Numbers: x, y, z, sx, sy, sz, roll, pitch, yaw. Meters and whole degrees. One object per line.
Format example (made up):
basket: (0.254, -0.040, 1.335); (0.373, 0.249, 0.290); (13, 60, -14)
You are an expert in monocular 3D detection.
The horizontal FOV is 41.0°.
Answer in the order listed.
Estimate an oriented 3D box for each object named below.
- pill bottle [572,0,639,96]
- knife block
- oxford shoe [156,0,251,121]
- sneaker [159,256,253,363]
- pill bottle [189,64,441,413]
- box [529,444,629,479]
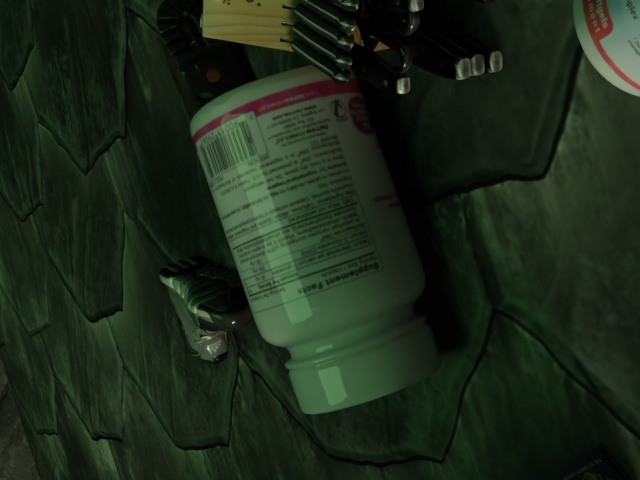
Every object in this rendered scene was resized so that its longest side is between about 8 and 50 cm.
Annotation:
pill bottle: (0.219, -0.143, 0.448); (0.160, 0.087, 0.087); (-28, 82, 56)
knife block: (0.033, -0.213, 0.713); (0.275, 0.242, 0.088); (-74, -7, -57)
oxford shoe: (-0.116, -0.158, 0.964); (0.096, 0.083, 0.227); (177, 75, -79)
sneaker: (-0.132, 0.107, 1.105); (0.229, 0.086, 0.132); (26, 131, 61)
pill bottle: (0.000, 0.000, 0.773); (0.160, 0.160, 0.283); (-21, 87, 57)
box: (0.115, 0.261, 0.662); (0.059, 0.233, 0.183); (54, 143, 29)
